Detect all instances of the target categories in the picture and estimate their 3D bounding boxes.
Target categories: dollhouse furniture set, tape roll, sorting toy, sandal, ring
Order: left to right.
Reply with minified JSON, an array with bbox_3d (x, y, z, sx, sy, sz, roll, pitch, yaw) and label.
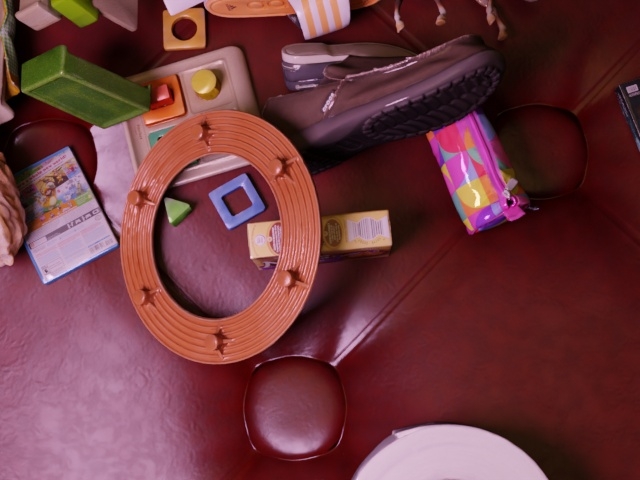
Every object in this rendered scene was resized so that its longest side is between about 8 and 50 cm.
[{"bbox_3d":[-0.403,-0.258,1.226,0.301,0.151,0.197,-13,71,32],"label":"dollhouse furniture set"},{"bbox_3d":[-0.188,-0.179,1.221,0.196,0.047,0.347,-16,80,-1],"label":"sorting toy"},{"bbox_3d":[-0.146,-0.006,1.115,0.336,0.032,0.336,-2,86,31],"label":"ring"},{"bbox_3d":[-0.035,-0.324,1.222,0.265,0.102,0.076,-3,81,10],"label":"sandal"},{"bbox_3d":[0.164,0.374,1.085,0.286,0.100,0.286,0,80,2],"label":"tape roll"}]

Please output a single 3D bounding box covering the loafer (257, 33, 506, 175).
[{"bbox_3d":[0.058,-0.196,1.119,0.366,0.134,0.130,-19,74,24],"label":"loafer"}]

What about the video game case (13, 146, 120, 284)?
[{"bbox_3d":[-0.376,-0.036,1.219,0.119,0.015,0.166,-28,80,-2],"label":"video game case"}]

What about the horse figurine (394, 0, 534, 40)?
[{"bbox_3d":[0.186,-0.373,1.209,0.263,0.066,0.174,-3,70,-22],"label":"horse figurine"}]

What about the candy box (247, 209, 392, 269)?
[{"bbox_3d":[0.000,0.000,1.152,0.187,0.109,0.053,-7,81,0],"label":"candy box"}]

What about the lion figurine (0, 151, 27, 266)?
[{"bbox_3d":[-0.561,-0.130,1.174,0.392,0.240,0.142,33,52,25],"label":"lion figurine"}]

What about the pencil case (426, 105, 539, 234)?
[{"bbox_3d":[0.207,-0.124,1.173,0.104,0.104,0.236,-24,79,-2],"label":"pencil case"}]

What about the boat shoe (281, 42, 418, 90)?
[{"bbox_3d":[0.046,-0.245,1.230,0.206,0.075,0.065,2,123,-3],"label":"boat shoe"}]

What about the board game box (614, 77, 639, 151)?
[{"bbox_3d":[0.530,-0.189,1.209,0.186,0.026,0.126,-18,80,-1],"label":"board game box"}]

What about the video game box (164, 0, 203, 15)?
[{"bbox_3d":[-0.155,-0.431,1.228,0.205,0.048,0.187,-26,51,-3],"label":"video game box"}]
